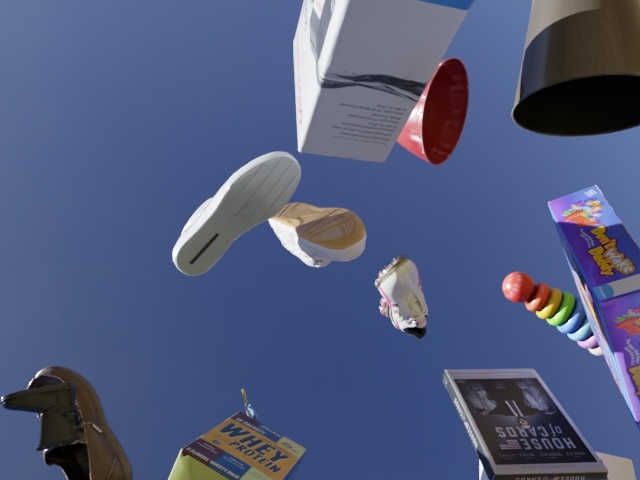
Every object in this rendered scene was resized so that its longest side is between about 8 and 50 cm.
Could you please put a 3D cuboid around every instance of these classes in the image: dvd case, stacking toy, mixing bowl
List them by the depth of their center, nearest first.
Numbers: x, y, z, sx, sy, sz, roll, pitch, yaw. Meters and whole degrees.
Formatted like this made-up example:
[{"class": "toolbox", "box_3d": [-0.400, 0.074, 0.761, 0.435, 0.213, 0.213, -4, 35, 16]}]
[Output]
[{"class": "dvd case", "box_3d": [0.328, 0.301, 0.828, 0.179, 0.030, 0.239, 1, -157, -5]}, {"class": "mixing bowl", "box_3d": [0.181, -0.232, 0.873, 0.098, 0.181, 0.181, 19, -143, 34]}, {"class": "stacking toy", "box_3d": [0.680, 0.197, 1.416, 0.330, 0.141, 0.141, 27, -131, 6]}]

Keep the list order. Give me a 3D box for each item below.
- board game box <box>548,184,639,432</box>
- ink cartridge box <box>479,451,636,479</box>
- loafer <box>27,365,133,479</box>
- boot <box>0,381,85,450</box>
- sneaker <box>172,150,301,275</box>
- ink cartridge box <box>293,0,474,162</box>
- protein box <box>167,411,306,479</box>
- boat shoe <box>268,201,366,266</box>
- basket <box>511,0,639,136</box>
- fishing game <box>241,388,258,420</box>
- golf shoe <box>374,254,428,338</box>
[{"class": "board game box", "box_3d": [0.485, 0.116, 0.801, 0.347, 0.078, 0.233, 54, -155, -32]}, {"class": "ink cartridge box", "box_3d": [0.462, 0.475, 0.972, 0.237, 0.172, 0.100, 13, -125, -2]}, {"class": "loafer", "box_3d": [-0.580, 0.447, 1.149, 0.366, 0.134, 0.130, 45, -170, 17]}, {"class": "boot", "box_3d": [-0.457, 0.293, 0.812, 0.121, 0.045, 0.099, -5, -113, -25]}, {"class": "sneaker", "box_3d": [-0.143, -0.056, 0.793, 0.094, 0.258, 0.091, 45, -169, -33]}, {"class": "ink cartridge box", "box_3d": [0.059, -0.275, 0.577, 0.129, 0.307, 0.223, 4, -121, -14]}, {"class": "protein box", "box_3d": [-0.143, 0.401, 0.740, 0.136, 0.201, 0.200, 24, -89, 14]}, {"class": "boat shoe", "box_3d": [0.000, 0.000, 0.854, 0.098, 0.277, 0.096, -26, -68, -19]}, {"class": "basket", "box_3d": [0.383, -0.289, 0.716, 0.204, 0.154, 0.227, 1, -108, 13]}, {"class": "fishing game", "box_3d": [-0.134, 0.444, 1.041, 0.041, 0.189, 0.264, -15, -145, -16]}, {"class": "golf shoe", "box_3d": [0.132, 0.086, 0.737, 0.067, 0.186, 0.086, -39, -120, -10]}]
